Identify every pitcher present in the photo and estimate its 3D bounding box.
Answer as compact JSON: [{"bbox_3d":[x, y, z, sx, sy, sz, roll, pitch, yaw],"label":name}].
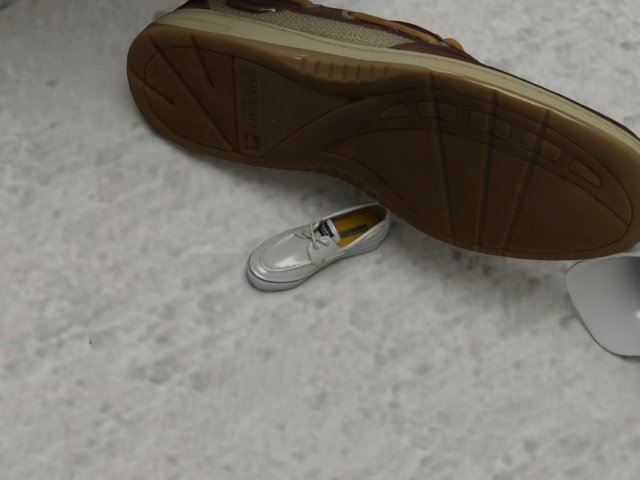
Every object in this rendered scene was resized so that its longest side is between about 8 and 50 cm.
[{"bbox_3d":[0.277,-0.014,1.208,0.178,0.125,0.207,14,51,44],"label":"pitcher"}]

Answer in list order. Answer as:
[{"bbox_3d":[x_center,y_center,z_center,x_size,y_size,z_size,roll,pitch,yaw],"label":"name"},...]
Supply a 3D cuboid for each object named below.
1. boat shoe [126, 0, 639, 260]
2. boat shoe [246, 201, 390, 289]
[{"bbox_3d":[0.055,-0.090,1.214,0.342,0.123,0.123,15,39,18],"label":"boat shoe"},{"bbox_3d":[0.000,0.000,1.211,0.100,0.035,0.035,-18,66,-22],"label":"boat shoe"}]
